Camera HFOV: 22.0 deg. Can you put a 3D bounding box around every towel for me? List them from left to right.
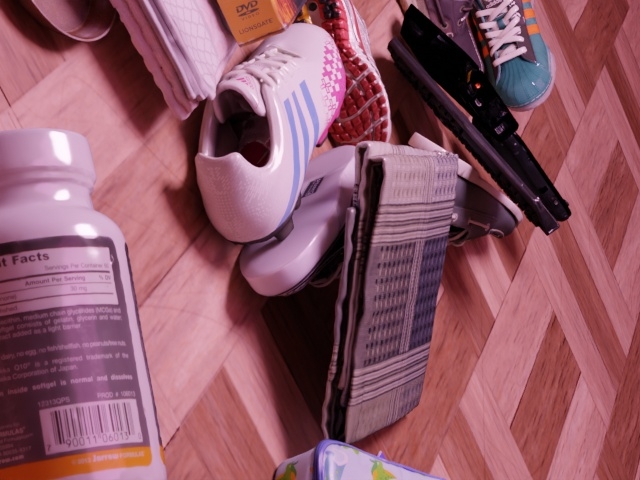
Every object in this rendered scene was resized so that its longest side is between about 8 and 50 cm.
[{"bbox_3d":[-0.165,-0.325,1.643,0.331,0.053,0.317,62,20,-24],"label":"towel"},{"bbox_3d":[0.071,0.050,1.781,0.324,0.056,0.312,-7,107,-72],"label":"towel"}]

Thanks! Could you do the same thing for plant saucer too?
[{"bbox_3d":[-0.246,-0.259,1.509,0.168,0.029,0.168,40,40,-47],"label":"plant saucer"}]

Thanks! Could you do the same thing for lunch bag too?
[{"bbox_3d":[0.056,0.307,1.641,0.219,0.090,0.176,28,47,-35],"label":"lunch bag"}]

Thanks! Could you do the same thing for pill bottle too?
[{"bbox_3d":[-0.214,0.068,1.227,0.162,0.162,0.278,10,65,-61],"label":"pill bottle"}]

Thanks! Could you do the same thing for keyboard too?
[{"bbox_3d":[0.199,-0.128,2.143,0.317,0.033,0.201,52,7,22],"label":"keyboard"}]

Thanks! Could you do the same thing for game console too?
[{"bbox_3d":[0.233,-0.160,2.250,0.361,0.044,0.213,50,2,-38],"label":"game console"}]

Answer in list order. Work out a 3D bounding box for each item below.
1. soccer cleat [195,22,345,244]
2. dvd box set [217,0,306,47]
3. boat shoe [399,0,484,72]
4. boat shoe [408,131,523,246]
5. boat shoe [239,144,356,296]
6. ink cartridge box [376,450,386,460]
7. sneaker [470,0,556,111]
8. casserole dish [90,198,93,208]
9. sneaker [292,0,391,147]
[{"bbox_3d":[-0.052,-0.145,1.708,0.331,0.116,0.143,-77,153,-43],"label":"soccer cleat"},{"bbox_3d":[-0.112,-0.445,1.717,0.420,0.062,0.307,65,21,-19],"label":"dvd box set"},{"bbox_3d":[0.169,-0.337,2.292,0.285,0.092,0.103,60,29,-25],"label":"boat shoe"},{"bbox_3d":[0.172,-0.049,2.163,0.099,0.116,0.319,-57,153,1],"label":"boat shoe"},{"bbox_3d":[0.000,0.000,1.761,0.102,0.108,0.301,63,21,-17],"label":"boat shoe"},{"bbox_3d":[0.091,0.361,1.782,0.208,0.045,0.206,64,29,-16],"label":"ink cartridge box"},{"bbox_3d":[0.274,-0.331,2.492,0.121,0.108,0.302,42,31,-45],"label":"sneaker"},{"bbox_3d":[-0.226,0.017,1.377,0.114,0.037,0.188,-5,80,-64],"label":"casserole dish"},{"bbox_3d":[0.036,-0.212,1.966,0.093,0.088,0.225,-22,95,-65],"label":"sneaker"}]
